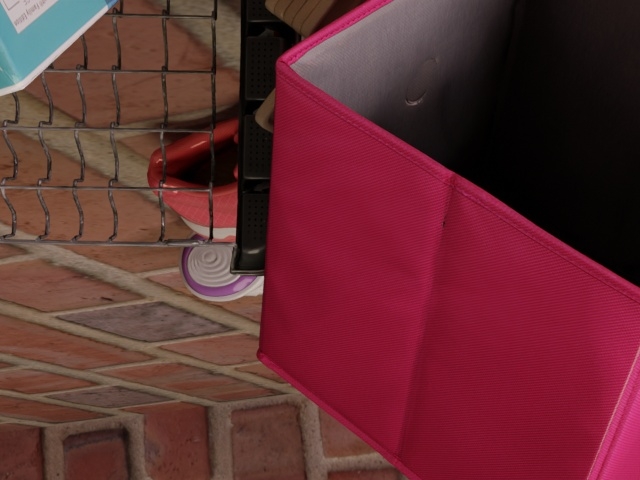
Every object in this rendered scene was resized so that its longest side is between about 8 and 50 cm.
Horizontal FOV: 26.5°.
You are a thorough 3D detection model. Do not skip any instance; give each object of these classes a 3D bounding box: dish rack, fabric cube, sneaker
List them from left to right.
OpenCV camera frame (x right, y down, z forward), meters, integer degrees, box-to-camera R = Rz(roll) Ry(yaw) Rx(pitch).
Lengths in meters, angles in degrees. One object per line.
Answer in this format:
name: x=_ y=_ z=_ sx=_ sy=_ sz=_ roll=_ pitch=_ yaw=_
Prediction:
dish rack: x=-0.147 y=-0.085 z=0.875 sx=0.272 sy=0.208 sz=0.074 roll=1 pitch=175 yaw=-3
sneaker: x=-0.010 y=-0.062 z=1.192 sx=0.314 sy=0.115 sz=0.136 roll=-10 pitch=164 yaw=22
sneaker: x=0.000 y=0.000 z=1.519 sx=0.305 sy=0.114 sz=0.152 roll=-6 pitch=-179 yaw=21
fabric cube: x=0.138 y=-0.004 z=0.827 sx=0.254 sy=0.259 sz=0.258 roll=-36 pitch=148 yaw=-35

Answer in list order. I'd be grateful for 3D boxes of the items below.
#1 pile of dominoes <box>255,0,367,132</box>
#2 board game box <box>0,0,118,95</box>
pile of dominoes: x=0.053 y=-0.139 z=0.898 sx=0.196 sy=0.040 sz=0.251 roll=-52 pitch=156 yaw=8
board game box: x=-0.223 y=-0.119 z=0.654 sx=0.336 sy=0.079 sz=0.254 roll=-13 pitch=-154 yaw=29
